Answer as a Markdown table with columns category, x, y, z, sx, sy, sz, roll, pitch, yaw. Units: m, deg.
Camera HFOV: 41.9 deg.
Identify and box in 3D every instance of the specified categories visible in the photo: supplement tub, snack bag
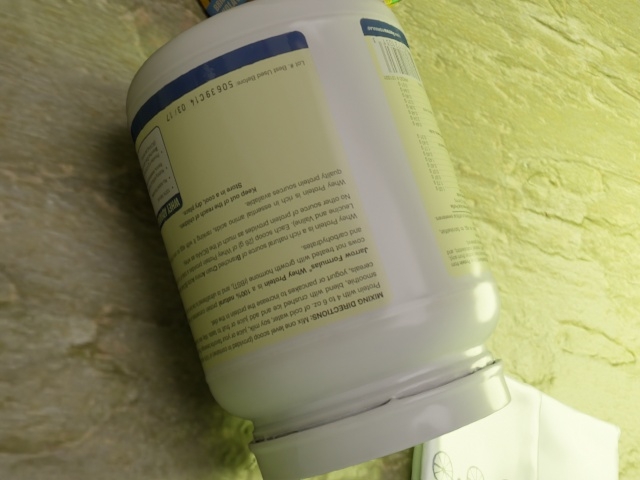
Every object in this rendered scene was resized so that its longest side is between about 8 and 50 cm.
| category | x | y | z | sx | sy | sz | roll | pitch | yaw |
| --- | --- | --- | --- | --- | --- | --- | --- | --- | --- |
| supplement tub | 0.000 | 0.000 | 0.658 | 0.235 | 0.235 | 0.325 | -10 | 78 | -44 |
| snack bag | 0.218 | 0.297 | 0.857 | 0.342 | 0.037 | 0.323 | 28 | 54 | -30 |

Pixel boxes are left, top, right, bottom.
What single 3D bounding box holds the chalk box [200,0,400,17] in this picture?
| category | x | y | z | sx | sy | sz | roll | pitch | yaw |
| --- | --- | --- | --- | --- | --- | --- | --- | --- | --- |
| chalk box | -0.045 | -0.283 | 0.822 | 0.132 | 0.132 | 0.213 | -37 | 96 | -45 |
